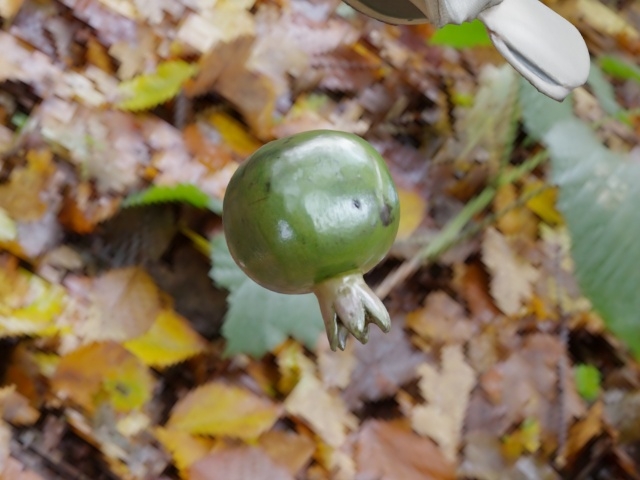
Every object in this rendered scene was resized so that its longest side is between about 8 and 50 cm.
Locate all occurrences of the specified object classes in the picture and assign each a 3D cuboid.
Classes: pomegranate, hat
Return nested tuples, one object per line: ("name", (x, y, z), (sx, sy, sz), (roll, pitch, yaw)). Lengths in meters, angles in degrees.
("pomegranate", (0.002, 0.000, 1.655), (0.187, 0.187, 0.225), (-6, 72, -49))
("hat", (0.082, -0.188, 1.021), (0.226, 0.164, 0.219), (-4, 23, -37))
